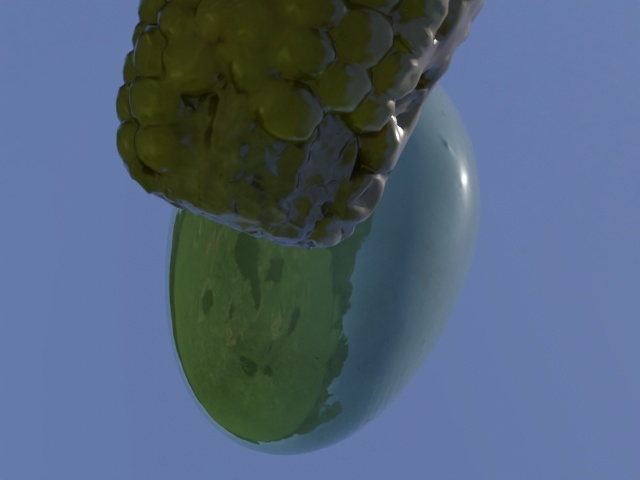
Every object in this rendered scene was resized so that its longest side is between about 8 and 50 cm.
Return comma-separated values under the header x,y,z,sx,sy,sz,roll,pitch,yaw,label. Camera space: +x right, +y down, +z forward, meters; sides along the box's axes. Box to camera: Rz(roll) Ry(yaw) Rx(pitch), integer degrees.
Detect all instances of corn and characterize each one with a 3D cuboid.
x,y,z,sx,sy,sz,roll,pitch,yaw,label
0.021,-0.126,0.448,0.097,0.097,0.262,13,-99,49,corn

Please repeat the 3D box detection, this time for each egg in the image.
x,y,z,sx,sy,sz,roll,pitch,yaw,label
0.000,0.000,1.331,0.229,0.371,0.230,9,-46,9,egg
